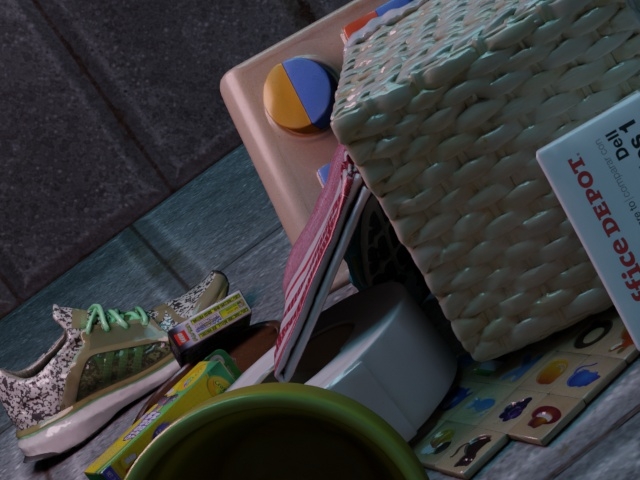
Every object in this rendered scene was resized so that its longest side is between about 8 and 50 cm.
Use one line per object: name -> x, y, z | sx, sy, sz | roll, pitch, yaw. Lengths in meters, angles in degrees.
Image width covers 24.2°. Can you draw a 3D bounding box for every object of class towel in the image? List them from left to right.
towel -> 0.000, 0.000, 1.636 | 0.329, 0.037, 0.237 | -84, 16, -75

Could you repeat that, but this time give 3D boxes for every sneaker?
sneaker -> -0.319, 0.152, 2.237 | 0.410, 0.182, 0.158 | -38, 14, -13
sneaker -> 0.060, 0.011, 1.721 | 0.107, 0.110, 0.275 | -49, -21, -17

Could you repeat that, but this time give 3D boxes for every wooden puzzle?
wooden puzzle -> 0.067, -0.144, 1.860 | 0.348, 0.322, 0.080 | -29, -11, 16

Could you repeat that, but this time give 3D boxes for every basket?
basket -> 0.218, -0.107, 1.505 | 0.331, 0.328, 0.266 | -26, 16, 20

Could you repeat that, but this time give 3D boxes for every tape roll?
tape roll -> 0.004, 0.168, 1.569 | 0.286, 0.100, 0.286 | -35, 11, 8

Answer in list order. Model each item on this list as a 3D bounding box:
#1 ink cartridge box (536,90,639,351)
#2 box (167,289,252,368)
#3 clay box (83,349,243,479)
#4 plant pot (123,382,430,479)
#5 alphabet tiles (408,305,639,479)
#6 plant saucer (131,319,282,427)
ink cartridge box -> 0.352, -0.050, 1.254 | 0.278, 0.201, 0.117 | -30, -15, 18
box -> -0.154, 0.126, 2.074 | 0.114, 0.036, 0.207 | -30, -7, -9
clay box -> -0.141, 0.232, 1.670 | 0.222, 0.127, 0.053 | -44, 17, -29
plant pot -> -0.027, 0.232, 1.211 | 0.254, 0.254, 0.239 | -34, -1, 4
alphabet tiles -> 0.220, 0.111, 1.478 | 0.342, 0.011, 0.285 | -40, 15, -19
plant saucer -> -0.135, 0.196, 1.950 | 0.311, 0.050, 0.310 | -32, 15, 10
